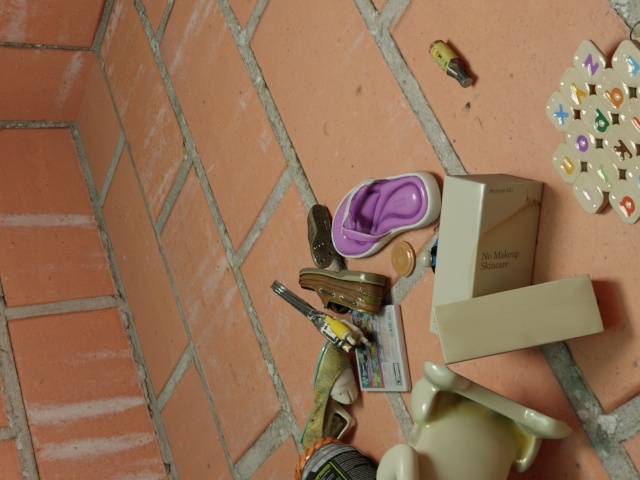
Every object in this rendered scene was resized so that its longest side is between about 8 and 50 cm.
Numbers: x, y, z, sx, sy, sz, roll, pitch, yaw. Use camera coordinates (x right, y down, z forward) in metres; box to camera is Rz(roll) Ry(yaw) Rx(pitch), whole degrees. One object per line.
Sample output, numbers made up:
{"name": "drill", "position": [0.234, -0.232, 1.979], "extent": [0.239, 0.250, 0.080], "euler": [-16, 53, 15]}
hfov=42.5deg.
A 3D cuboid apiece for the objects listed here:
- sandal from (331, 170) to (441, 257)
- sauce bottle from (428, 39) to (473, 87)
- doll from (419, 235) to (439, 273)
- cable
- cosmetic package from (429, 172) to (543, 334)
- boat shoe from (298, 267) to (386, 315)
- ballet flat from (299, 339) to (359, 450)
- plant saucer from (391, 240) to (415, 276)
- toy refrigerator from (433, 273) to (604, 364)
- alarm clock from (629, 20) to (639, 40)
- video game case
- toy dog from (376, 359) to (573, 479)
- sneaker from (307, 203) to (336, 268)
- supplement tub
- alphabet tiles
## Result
{"name": "sandal", "position": [0.117, -0.068, 1.897], "extent": [0.416, 0.102, 0.170], "euler": [-29, 69, 55]}
{"name": "sauce bottle", "position": [0.268, -0.360, 1.683], "extent": [0.128, 0.042, 0.042], "euler": [59, 139, 37]}
{"name": "doll", "position": [0.271, 0.035, 1.720], "extent": [0.189, 0.046, 0.129], "euler": [-7, 89, 64]}
{"name": "cable", "position": [0.008, 0.180, 2.008], "extent": [0.287, 0.139, 0.072], "euler": [41, 96, 27]}
{"name": "cosmetic package", "position": [0.311, 0.034, 1.555], "extent": [0.113, 0.160, 0.310], "euler": [23, 114, 54]}
{"name": "boat shoe", "position": [0.036, 0.127, 2.022], "extent": [0.307, 0.110, 0.105], "euler": [-1, 78, 58]}
{"name": "ballet flat", "position": [0.036, 0.409, 2.088], "extent": [0.123, 0.123, 0.349], "euler": [42, 127, 47]}
{"name": "plant saucer", "position": [0.187, 0.042, 1.883], "extent": [0.083, 0.013, 0.084], "euler": [8, 100, 57]}
{"name": "toy refrigerator", "position": [0.338, 0.140, 1.431], "extent": [0.094, 0.269, 0.102], "euler": [50, -153, -77]}
{"name": "alarm clock", "position": [0.544, -0.309, 1.243], "extent": [0.192, 0.064, 0.129], "euler": [26, 115, 57]}
{"name": "video game case", "position": [0.142, 0.260, 1.970], "extent": [0.183, 0.023, 0.201], "euler": [-16, 81, 57]}
{"name": "toy dog", "position": [0.211, 0.457, 1.530], "extent": [0.408, 0.284, 0.395], "euler": [-64, 6, -9]}
{"name": "sneaker", "position": [0.000, 0.000, 2.118], "extent": [0.071, 0.066, 0.189], "euler": [112, 159, -56]}
{"name": "supplement tub", "position": [0.080, 0.616, 1.950], "extent": [0.316, 0.193, 0.194], "euler": [36, 123, 50]}
{"name": "alphabet tiles", "position": [0.477, -0.179, 1.349], "extent": [0.284, 0.021, 0.278], "euler": [109, 143, -50]}
